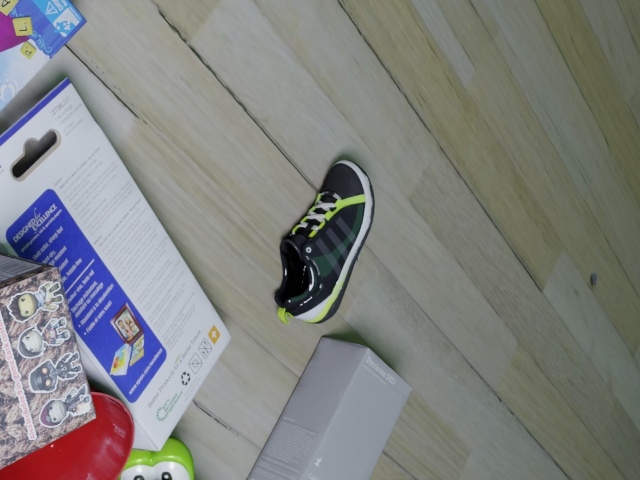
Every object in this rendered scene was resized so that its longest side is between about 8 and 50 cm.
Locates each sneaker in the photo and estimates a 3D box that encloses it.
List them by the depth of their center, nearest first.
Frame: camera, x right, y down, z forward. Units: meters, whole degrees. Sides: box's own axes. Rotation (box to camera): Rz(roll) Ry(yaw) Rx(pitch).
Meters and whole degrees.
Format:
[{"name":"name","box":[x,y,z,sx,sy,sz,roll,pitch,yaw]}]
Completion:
[{"name":"sneaker","box":[0.000,0.000,1.152,0.097,0.084,0.234,19,83,-44]}]

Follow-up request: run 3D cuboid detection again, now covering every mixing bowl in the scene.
[{"name":"mixing bowl","box":[-0.287,0.198,0.864,0.181,0.098,0.181,-28,137,-30]}]

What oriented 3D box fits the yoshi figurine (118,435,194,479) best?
[{"name":"yoshi figurine","box":[-0.172,0.407,0.969,0.204,0.203,0.361,-18,106,-36]}]

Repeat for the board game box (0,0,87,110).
[{"name":"board game box","box":[-0.407,-0.202,0.723,0.318,0.066,0.318,-56,129,-23]}]

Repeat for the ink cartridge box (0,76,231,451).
[{"name":"ink cartridge box","box":[-0.231,0.034,0.910,0.175,0.069,0.370,-59,135,-42]}]

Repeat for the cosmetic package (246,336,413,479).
[{"name":"cosmetic package","box":[0.015,0.266,1.196,0.127,0.107,0.237,42,70,-37]}]

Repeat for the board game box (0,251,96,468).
[{"name":"board game box","box":[-0.373,0.117,0.688,0.291,0.232,0.141,-24,113,-40]}]
